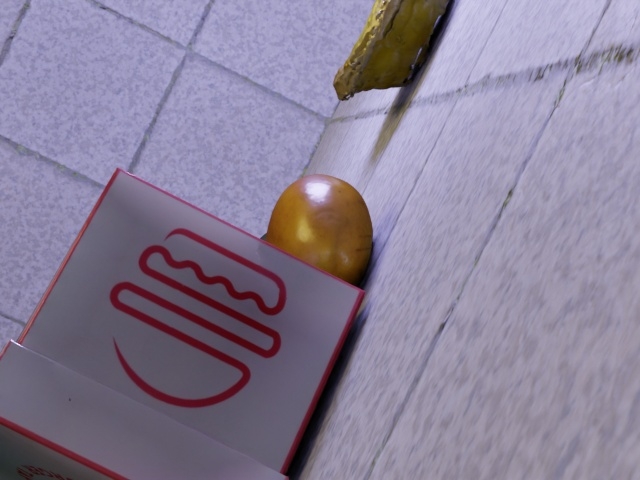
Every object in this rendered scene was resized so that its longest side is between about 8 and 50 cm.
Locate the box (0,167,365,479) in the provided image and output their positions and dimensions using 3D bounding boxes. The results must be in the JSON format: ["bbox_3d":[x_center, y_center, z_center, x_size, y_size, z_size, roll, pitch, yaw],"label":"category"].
[{"bbox_3d":[-0.170,0.157,1.337,0.300,0.312,0.314,-65,4,-25],"label":"box"}]

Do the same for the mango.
[{"bbox_3d":[0.000,0.000,1.460,0.252,0.126,0.154,-115,40,-83],"label":"mango"}]

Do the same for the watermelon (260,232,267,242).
[{"bbox_3d":[-0.058,0.027,2.120,0.133,0.105,0.105,-33,-22,-51],"label":"watermelon"}]

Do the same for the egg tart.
[{"bbox_3d":[0.127,-0.346,1.981,0.315,0.120,0.315,-63,3,6],"label":"egg tart"}]
